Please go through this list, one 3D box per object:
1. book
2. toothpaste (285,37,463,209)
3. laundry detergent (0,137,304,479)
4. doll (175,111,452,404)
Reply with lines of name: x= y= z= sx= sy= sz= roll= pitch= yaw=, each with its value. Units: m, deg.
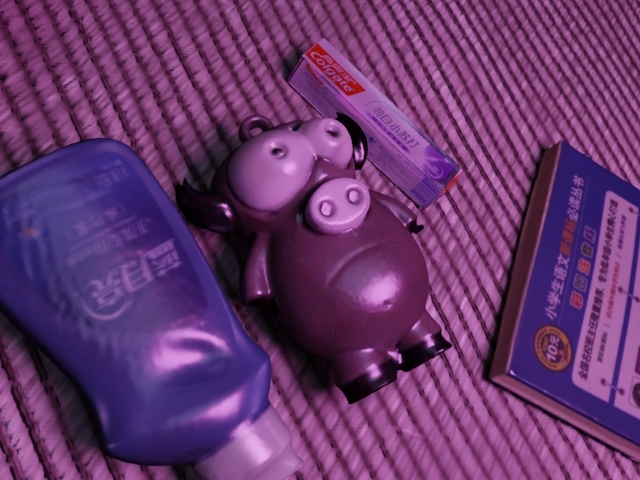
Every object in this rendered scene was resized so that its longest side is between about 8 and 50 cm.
book: x=0.395 y=0.108 z=0.704 sx=0.428 sy=0.039 sz=0.300 roll=29 pitch=62 yaw=-10
toothpaste: x=0.054 y=-0.116 z=0.649 sx=0.196 sy=0.040 sz=0.047 roll=43 pitch=58 yaw=-2
laundry detergent: x=-0.124 y=0.069 z=0.471 sx=0.143 sy=0.094 sz=0.290 roll=-36 pitch=86 yaw=-33
doll: x=0.000 y=0.002 z=0.537 sx=0.182 sy=0.117 sz=0.257 roll=-24 pitch=84 yaw=-23
